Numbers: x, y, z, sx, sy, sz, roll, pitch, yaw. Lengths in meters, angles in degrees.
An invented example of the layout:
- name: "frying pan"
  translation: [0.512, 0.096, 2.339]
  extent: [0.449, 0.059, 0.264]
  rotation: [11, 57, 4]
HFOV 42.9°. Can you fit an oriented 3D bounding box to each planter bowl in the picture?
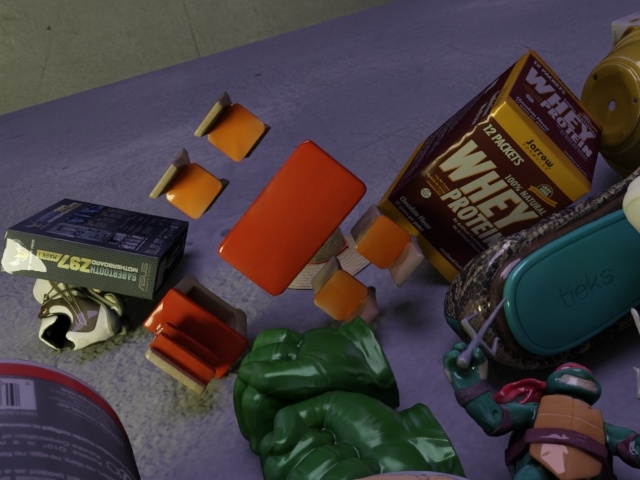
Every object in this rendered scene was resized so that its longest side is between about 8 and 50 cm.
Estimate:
- name: "planter bowl"
  translation: [0.377, -0.161, 0.975]
  extent: [0.091, 0.217, 0.217]
  rotation: [-5, 19, -24]

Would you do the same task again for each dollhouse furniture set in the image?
- name: "dollhouse furniture set"
  translation: [-0.063, 0.020, 0.831]
  extent: [0.259, 0.262, 0.135]
  rotation: [-51, 10, 11]

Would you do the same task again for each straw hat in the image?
- name: "straw hat"
  translation: [0.000, 0.000, 1.042]
  extent: [0.145, 0.061, 0.144]
  rotation: [-12, 24, 6]

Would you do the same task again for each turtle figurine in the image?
- name: "turtle figurine"
  translation: [0.175, 0.142, 0.575]
  extent: [0.175, 0.118, 0.234]
  rotation: [-2, 39, 21]

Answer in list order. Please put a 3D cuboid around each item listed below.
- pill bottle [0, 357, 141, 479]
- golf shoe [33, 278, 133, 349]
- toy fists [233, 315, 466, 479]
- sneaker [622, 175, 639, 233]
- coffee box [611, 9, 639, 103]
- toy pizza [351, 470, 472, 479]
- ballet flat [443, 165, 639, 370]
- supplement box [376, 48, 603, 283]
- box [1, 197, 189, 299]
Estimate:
- name: "pill bottle"
  translation: [-0.186, 0.234, 0.462]
  extent: [0.210, 0.210, 0.363]
  rotation: [-21, 26, -14]
- name: "golf shoe"
  translation: [-0.325, 0.085, 1.019]
  extent: [0.198, 0.077, 0.094]
  rotation: [10, 34, 44]
- name: "toy fists"
  translation: [0.006, 0.151, 0.676]
  extent: [0.142, 0.096, 0.279]
  rotation: [-20, 26, -9]
- name: "sneaker"
  translation: [0.322, 0.042, 0.636]
  extent: [0.115, 0.090, 0.232]
  rotation: [-38, 73, -23]
- name: "coffee box"
  translation: [0.563, -0.264, 1.207]
  extent: [0.098, 0.141, 0.246]
  rotation: [-25, 26, -23]
- name: "toy pizza"
  translation: [0.025, 0.193, 0.451]
  extent: [0.201, 0.032, 0.201]
  rotation: [-18, 22, 8]
- name: "ballet flat"
  translation: [0.333, -0.015, 0.809]
  extent: [0.483, 0.163, 0.182]
  rotation: [-22, 6, -12]
- name: "supplement box"
  translation: [0.198, -0.086, 0.934]
  extent: [0.194, 0.129, 0.191]
  rotation: [-40, 7, 35]
- name: "box"
  translation: [-0.280, 0.005, 1.056]
  extent: [0.184, 0.059, 0.232]
  rotation: [11, 11, -4]
